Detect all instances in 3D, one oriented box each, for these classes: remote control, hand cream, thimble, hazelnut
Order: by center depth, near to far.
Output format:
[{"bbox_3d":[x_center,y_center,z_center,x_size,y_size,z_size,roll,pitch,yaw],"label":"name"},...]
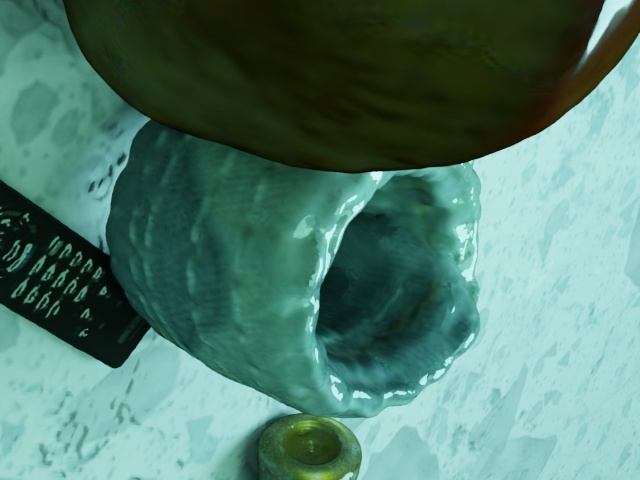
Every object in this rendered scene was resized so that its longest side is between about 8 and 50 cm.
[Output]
[{"bbox_3d":[0.032,-0.205,0.552,0.365,0.365,0.366,-29,133,-37],"label":"hazelnut"},{"bbox_3d":[-0.173,0.011,0.680,0.063,0.025,0.245,-55,144,-8],"label":"remote control"},{"bbox_3d":[0.000,0.000,0.741,0.250,0.171,0.205,14,94,-57],"label":"thimble"},{"bbox_3d":[-0.018,0.240,0.982,0.084,0.084,0.203,-27,139,-38],"label":"hand cream"}]
